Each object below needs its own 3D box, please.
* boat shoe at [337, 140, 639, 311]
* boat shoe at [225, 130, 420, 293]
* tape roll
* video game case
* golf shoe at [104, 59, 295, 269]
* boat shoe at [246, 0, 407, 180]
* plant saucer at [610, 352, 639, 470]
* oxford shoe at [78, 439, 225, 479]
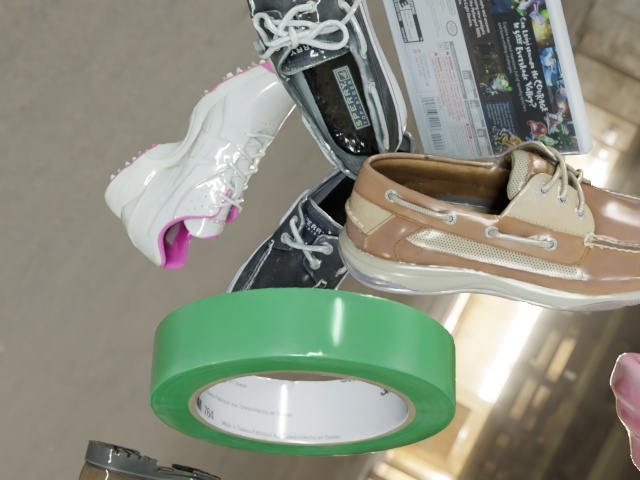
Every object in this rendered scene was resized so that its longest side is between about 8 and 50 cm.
[{"bbox_3d":[0.179,-0.018,1.379,0.123,0.324,0.116,-95,-174,-57],"label":"boat shoe"},{"bbox_3d":[0.000,0.000,1.733,0.301,0.108,0.102,-43,160,-12],"label":"boat shoe"},{"bbox_3d":[-0.018,0.144,1.709,0.321,0.321,0.077,103,-10,-64],"label":"tape roll"},{"bbox_3d":[0.155,-0.165,1.522,0.022,0.173,0.190,-44,125,-48],"label":"video game case"},{"bbox_3d":[-0.112,-0.085,1.870,0.306,0.140,0.115,-40,155,28],"label":"golf shoe"},{"bbox_3d":[-0.011,-0.194,1.534,0.105,0.113,0.306,-70,142,-61],"label":"boat shoe"},{"bbox_3d":[0.381,0.190,1.298,0.332,0.332,0.084,-12,124,-82],"label":"plant saucer"},{"bbox_3d":[-0.159,0.289,1.757,0.083,0.227,0.096,1,-107,69],"label":"oxford shoe"}]
